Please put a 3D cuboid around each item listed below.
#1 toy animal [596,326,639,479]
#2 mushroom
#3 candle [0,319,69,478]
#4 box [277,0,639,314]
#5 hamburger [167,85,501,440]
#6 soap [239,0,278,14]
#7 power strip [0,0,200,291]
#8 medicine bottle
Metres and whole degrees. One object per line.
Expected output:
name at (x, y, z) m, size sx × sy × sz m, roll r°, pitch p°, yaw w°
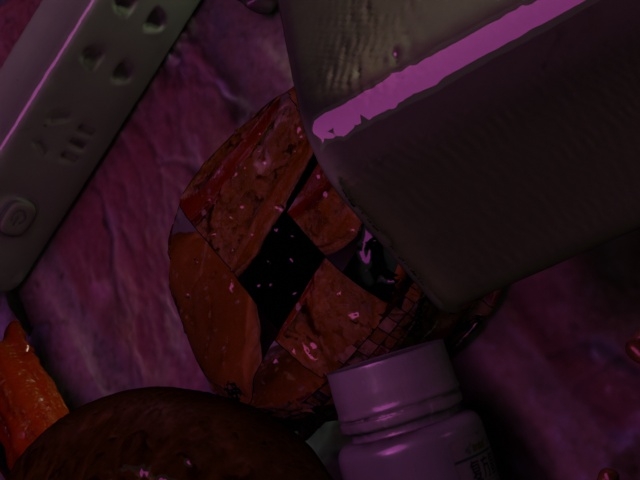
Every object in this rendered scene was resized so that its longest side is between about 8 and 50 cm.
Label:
toy animal at (0.180, 0.095, 0.741) m, size 0.241 × 0.057 × 0.099 m, roll -52°, pitch 38°, yaw -12°
mushroom at (-0.085, 0.202, 0.866) m, size 0.253 × 0.153 × 0.253 m, roll 1°, pitch 92°, yaw 27°
candle at (-0.193, 0.151, 1.065) m, size 0.302 × 0.059 × 0.084 m, roll 46°, pitch 115°, yaw 44°
box at (0.153, -0.182, 0.761) m, size 0.343 × 0.177 × 0.352 m, roll -28°, pitch 44°, yaw 17°
hamburger at (0.000, 0.000, 0.936) m, size 0.231 × 0.106 × 0.231 m, roll -12°, pitch 71°, yaw 39°
soap at (-0.022, -0.261, 1.053) m, size 0.203 × 0.122 × 0.065 m, roll -45°, pitch 49°, yaw 15°
power strip at (-0.183, -0.119, 1.150) m, size 0.062 × 0.091 × 0.385 m, roll 38°, pitch 98°, yaw 41°
medicine bottle at (0.053, 0.123, 0.818) m, size 0.080 × 0.080 × 0.130 m, roll -17°, pitch 87°, yaw 35°
